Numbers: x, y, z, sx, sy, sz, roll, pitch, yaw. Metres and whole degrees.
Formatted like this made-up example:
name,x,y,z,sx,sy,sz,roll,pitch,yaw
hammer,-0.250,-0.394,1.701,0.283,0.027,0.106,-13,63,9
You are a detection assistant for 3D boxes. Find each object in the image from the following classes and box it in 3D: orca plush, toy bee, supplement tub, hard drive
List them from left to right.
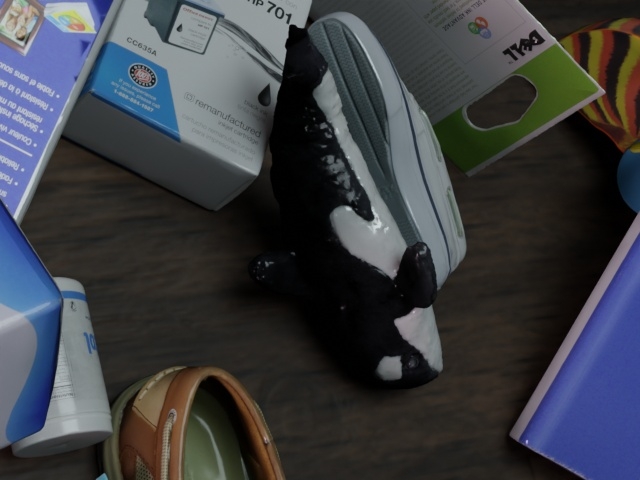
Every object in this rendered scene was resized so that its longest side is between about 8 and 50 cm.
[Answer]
name,x,y,z,sx,sy,sz,roll,pitch,yaw
supplement tub,-0.181,0.084,1.315,0.071,0.071,0.107,-6,74,-32
orca plush,0.000,0.000,1.398,0.102,0.151,0.287,-30,132,-18
toy bee,0.329,-0.081,1.624,0.298,0.162,0.195,42,32,-15
hard drive,0.313,0.063,1.535,0.210,0.040,0.319,30,90,-17

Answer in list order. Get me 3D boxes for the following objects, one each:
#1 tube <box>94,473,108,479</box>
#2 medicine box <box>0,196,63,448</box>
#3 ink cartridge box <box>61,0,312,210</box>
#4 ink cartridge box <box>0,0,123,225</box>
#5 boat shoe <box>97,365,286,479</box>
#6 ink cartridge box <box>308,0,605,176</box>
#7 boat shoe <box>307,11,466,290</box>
name,x,y,z,sx,sy,sz,roll,pitch,yaw
tube,-0.116,0.256,1.257,0.052,0.080,0.207,0,57,-60
medicine box,-0.333,0.028,1.103,0.289,0.149,0.263,-25,65,-26
ink cartridge box,-0.096,-0.140,1.450,0.139,0.082,0.191,27,61,-19
ink cartridge box,-0.254,-0.112,1.330,0.176,0.069,0.371,28,70,-18
boat shoe,-0.056,0.233,1.297,0.122,0.120,0.324,-14,78,-34
ink cartridge box,0.096,-0.195,1.521,0.255,0.189,0.097,46,53,-9
boat shoe,0.049,-0.069,1.502,0.076,0.083,0.226,-35,114,-50
